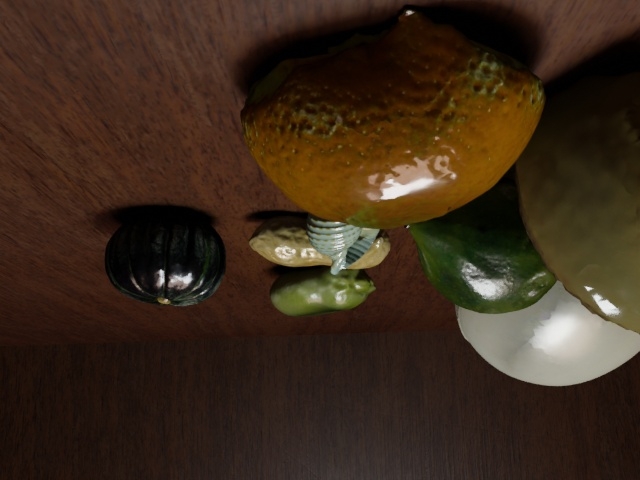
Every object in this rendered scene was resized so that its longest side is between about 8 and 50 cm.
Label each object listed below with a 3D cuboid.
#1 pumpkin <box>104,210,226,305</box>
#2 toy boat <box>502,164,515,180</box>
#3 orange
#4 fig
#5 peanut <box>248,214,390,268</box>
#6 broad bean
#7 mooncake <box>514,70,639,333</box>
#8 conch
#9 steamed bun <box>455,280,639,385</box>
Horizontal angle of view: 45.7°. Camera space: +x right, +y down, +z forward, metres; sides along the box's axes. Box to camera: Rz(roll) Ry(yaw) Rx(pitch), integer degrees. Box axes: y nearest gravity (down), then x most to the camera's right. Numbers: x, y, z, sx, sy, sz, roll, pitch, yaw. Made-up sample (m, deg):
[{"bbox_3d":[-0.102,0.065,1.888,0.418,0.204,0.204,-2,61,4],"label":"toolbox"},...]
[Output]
[{"bbox_3d":[-0.279,0.037,1.378,0.221,0.161,0.220,-1,161,0],"label":"pumpkin"},{"bbox_3d":[0.224,-0.109,1.075,0.116,0.061,0.188,9,162,-41],"label":"toy boat"},{"bbox_3d":[0.084,-0.115,0.857,0.335,0.196,0.262,-13,177,14],"label":"orange"},{"bbox_3d":[0.203,0.005,1.022,0.245,0.195,0.195,8,162,-34],"label":"fig"},{"bbox_3d":[0.000,0.000,1.403,0.263,0.101,0.117,2,145,-3],"label":"peanut"},{"bbox_3d":[0.003,0.118,1.825,0.238,0.119,0.291,-4,171,-31],"label":"broad bean"},{"bbox_3d":[0.445,-0.073,0.928,0.394,0.393,0.246,43,153,-8],"label":"mooncake"},{"bbox_3d":[0.037,-0.027,1.286,0.135,0.102,0.153,-22,153,-21],"label":"conch"},{"bbox_3d":[0.390,0.064,1.230,0.334,0.333,0.374,4,138,-24],"label":"steamed bun"}]
